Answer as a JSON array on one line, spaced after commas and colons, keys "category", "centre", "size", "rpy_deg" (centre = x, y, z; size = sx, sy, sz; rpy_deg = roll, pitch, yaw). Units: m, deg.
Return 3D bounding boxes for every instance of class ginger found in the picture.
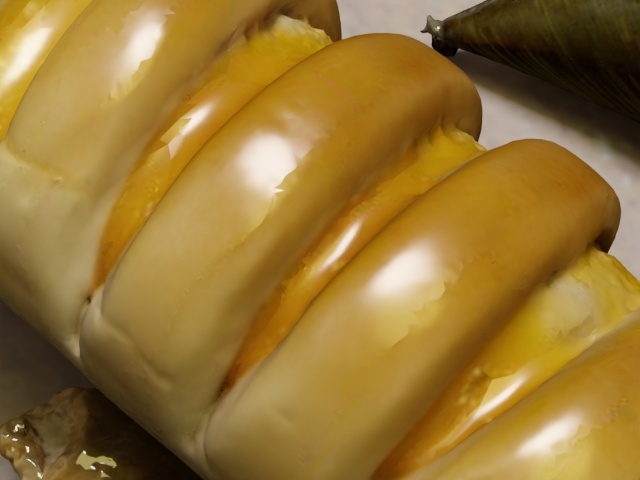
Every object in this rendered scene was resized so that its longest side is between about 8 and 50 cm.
[{"category": "ginger", "centre": [-0.034, 0.107, 0.479], "size": [0.165, 0.067, 0.096], "rpy_deg": [29, 44, 21]}]

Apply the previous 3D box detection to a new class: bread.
[{"category": "bread", "centre": [0.000, 0.000, 0.490], "size": [0.311, 0.121, 0.173], "rpy_deg": [39, 17, 12]}]

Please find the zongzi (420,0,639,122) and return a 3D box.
[{"category": "zongzi", "centre": [0.180, -0.023, 0.591], "size": [0.242, 0.112, 0.221], "rpy_deg": [-19, 75, 4]}]
